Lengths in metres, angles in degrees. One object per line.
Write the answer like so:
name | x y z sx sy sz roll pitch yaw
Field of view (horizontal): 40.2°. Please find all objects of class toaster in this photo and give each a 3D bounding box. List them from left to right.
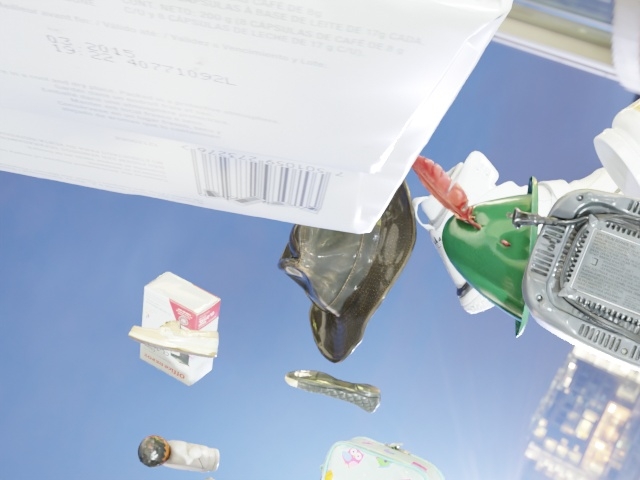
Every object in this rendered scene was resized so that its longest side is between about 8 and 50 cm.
toaster | 0.262 0.042 0.746 0.146 0.227 0.129 42 -111 -74

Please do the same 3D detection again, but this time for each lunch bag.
lunch bag | 0.091 0.493 1.556 0.108 0.224 0.279 11 -87 -59

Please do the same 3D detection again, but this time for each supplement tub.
supplement tub | 0.499 -0.148 1.211 0.200 0.144 0.144 -34 -24 6

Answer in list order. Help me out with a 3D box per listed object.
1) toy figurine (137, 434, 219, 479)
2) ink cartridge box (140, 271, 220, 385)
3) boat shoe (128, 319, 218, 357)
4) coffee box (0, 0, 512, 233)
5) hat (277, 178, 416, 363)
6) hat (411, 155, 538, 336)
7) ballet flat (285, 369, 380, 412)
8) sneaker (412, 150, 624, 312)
toy figurine | -0.233 0.415 1.326 0.148 0.213 0.209 21 -71 -38
ink cartridge box | -0.265 0.167 1.645 0.072 0.127 0.175 -37 -35 -51
boat shoe | -0.219 0.143 1.318 0.050 0.135 0.045 116 166 -74
coffee box | -0.081 -0.228 0.528 0.338 0.338 0.334 112 168 -75
hat | 0.013 0.012 1.329 0.331 0.134 0.331 -55 21 32
hat | 0.143 0.000 0.987 0.208 0.184 0.173 -73 -14 -50
ballet flat | 0.021 0.264 1.528 0.057 0.173 0.049 -80 5 -70
sneaker | 0.317 -0.064 1.375 0.366 0.210 0.137 -34 -2 -18
